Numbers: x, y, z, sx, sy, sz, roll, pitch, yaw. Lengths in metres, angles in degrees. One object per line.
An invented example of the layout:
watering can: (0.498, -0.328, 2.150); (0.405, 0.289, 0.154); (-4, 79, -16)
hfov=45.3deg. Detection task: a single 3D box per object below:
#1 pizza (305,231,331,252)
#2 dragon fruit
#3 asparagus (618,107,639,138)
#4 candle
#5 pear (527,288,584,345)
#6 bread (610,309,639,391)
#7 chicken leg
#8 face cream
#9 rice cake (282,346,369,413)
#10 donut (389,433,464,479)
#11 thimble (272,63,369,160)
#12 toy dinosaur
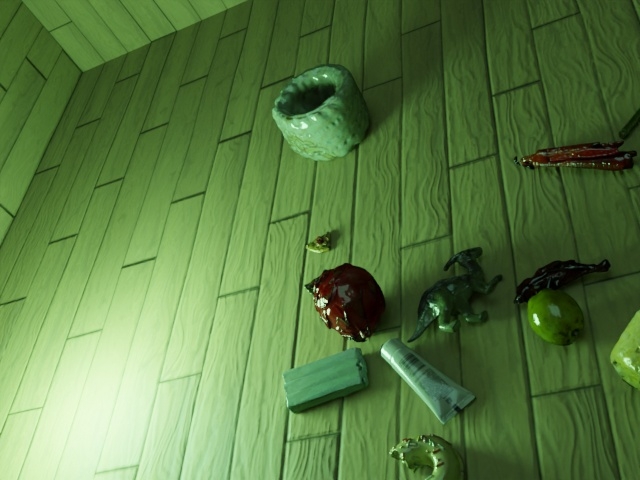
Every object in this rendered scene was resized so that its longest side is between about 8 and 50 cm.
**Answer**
pizza: (0.000, 0.000, 2.157); (0.083, 0.025, 0.078); (2, 55, 37)
dragon fruit: (0.070, 0.146, 1.860); (0.172, 0.172, 0.209); (-40, 69, -4)
asparagus: (0.819, -0.346, 1.919); (0.248, 0.025, 0.024); (-50, -1, -16)
candle: (0.622, -0.202, 1.891); (0.302, 0.059, 0.084); (0, 42, 35)
pear: (0.492, 0.160, 1.601); (0.107, 0.107, 0.131); (-39, 52, -3)
bread: (0.644, 0.212, 1.393); (0.170, 0.197, 0.197); (-52, 41, 1)
chicken leg: (0.524, 0.086, 1.688); (0.219, 0.048, 0.089); (-29, 44, 9)
face cream: (0.226, 0.300, 1.690); (0.092, 0.058, 0.244); (-38, 45, -12)
rice cake: (0.013, 0.330, 1.820); (0.211, 0.038, 0.124); (-25, 41, 12)
donut: (0.224, 0.444, 1.538); (0.108, 0.065, 0.166); (-41, 40, -7)
thimble: (0.000, -0.401, 2.416); (0.292, 0.195, 0.291); (-19, 42, 18)
toy dinosaur: (0.317, 0.130, 1.776); (0.162, 0.077, 0.294); (13, 45, 47)
